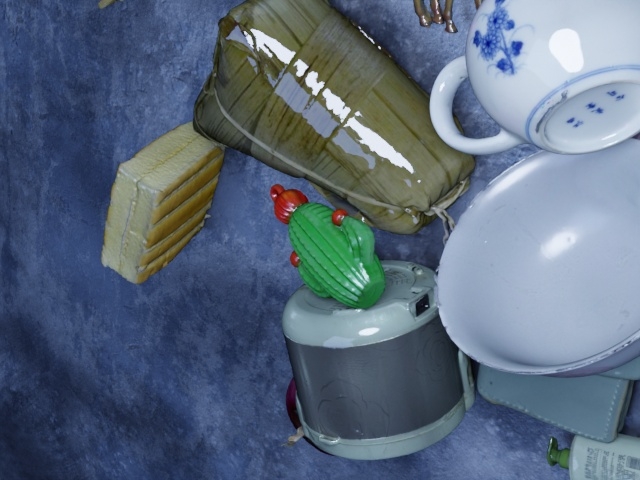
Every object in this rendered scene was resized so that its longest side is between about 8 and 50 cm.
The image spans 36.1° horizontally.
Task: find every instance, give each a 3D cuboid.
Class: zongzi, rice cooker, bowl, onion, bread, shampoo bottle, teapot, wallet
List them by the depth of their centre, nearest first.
[{"bbox_3d":[0.293,-0.253,1.184,0.424,0.252,0.280,-37,52,37],"label":"teapot"},{"bbox_3d":[0.330,0.049,1.221,0.345,0.346,0.157,-1,146,42],"label":"bowl"},{"bbox_3d":[0.355,0.111,1.403,0.252,0.083,0.360,21,120,32],"label":"wallet"},{"bbox_3d":[0.445,0.339,1.450,0.234,0.087,0.118,5,111,41],"label":"shampoo bottle"},{"bbox_3d":[0.025,-0.129,1.562,0.500,0.218,0.467,43,159,0],"label":"zongzi"},{"bbox_3d":[0.091,0.191,1.563,0.288,0.288,0.277,3,115,41],"label":"rice cooker"},{"bbox_3d":[0.016,0.305,1.774,0.177,0.153,0.177,9,107,30],"label":"onion"},{"bbox_3d":[-0.280,-0.072,1.779,0.111,0.246,0.239,31,130,12],"label":"bread"}]

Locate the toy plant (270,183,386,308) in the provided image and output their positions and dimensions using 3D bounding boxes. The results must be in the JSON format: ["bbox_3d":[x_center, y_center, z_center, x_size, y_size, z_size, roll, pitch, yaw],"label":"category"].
[{"bbox_3d":[0.004,0.014,1.456,0.240,0.088,0.155,23,126,46],"label":"toy plant"}]

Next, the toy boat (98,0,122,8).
[{"bbox_3d":[-0.245,-0.510,1.565,0.445,0.162,0.136,-27,95,46],"label":"toy boat"}]

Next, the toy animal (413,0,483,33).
[{"bbox_3d":[0.205,-0.390,1.307,0.149,0.054,0.275,39,132,17],"label":"toy animal"}]

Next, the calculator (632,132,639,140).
[{"bbox_3d":[0.384,-0.128,1.303,0.103,0.024,0.166,34,132,24],"label":"calculator"}]
